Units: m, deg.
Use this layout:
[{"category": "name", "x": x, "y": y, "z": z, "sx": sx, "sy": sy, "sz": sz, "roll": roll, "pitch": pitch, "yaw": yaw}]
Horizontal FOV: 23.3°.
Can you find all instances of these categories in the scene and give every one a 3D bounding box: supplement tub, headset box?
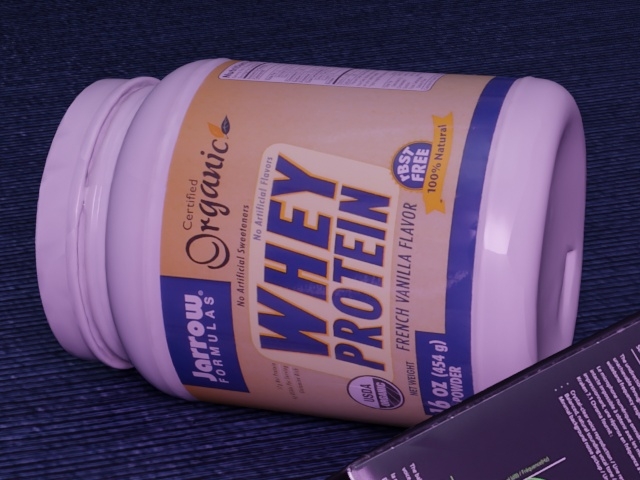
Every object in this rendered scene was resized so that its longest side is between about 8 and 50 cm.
[{"category": "supplement tub", "x": 0.000, "y": 0.000, "z": 1.004, "sx": 0.316, "sy": 0.228, "sz": 0.228, "roll": 5, "pitch": 27, "yaw": 17}, {"category": "headset box", "x": 0.125, "y": 0.116, "z": 0.682, "sx": 0.283, "sy": 0.131, "sz": 0.246, "roll": -24, "pitch": -10, "yaw": -22}]
